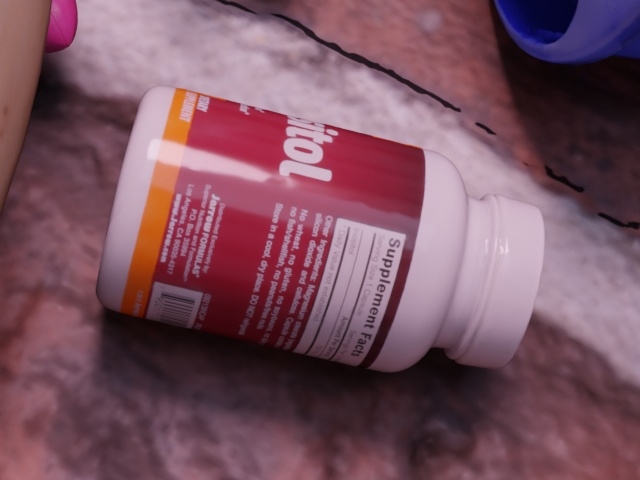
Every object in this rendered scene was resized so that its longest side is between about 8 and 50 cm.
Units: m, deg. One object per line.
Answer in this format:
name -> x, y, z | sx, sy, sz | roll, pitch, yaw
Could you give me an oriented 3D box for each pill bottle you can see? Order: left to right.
pill bottle -> 0.000, 0.000, 0.497 | 0.152, 0.086, 0.086 | 13, 63, -7

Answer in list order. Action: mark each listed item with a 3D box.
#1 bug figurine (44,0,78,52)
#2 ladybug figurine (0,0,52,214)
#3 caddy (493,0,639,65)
bug figurine -> -0.115, -0.183, 0.564 | 0.279, 0.072, 0.216 | -31, 69, -19
ladybug figurine -> -0.240, -0.103, 0.402 | 0.305, 0.162, 0.449 | -1, 75, 6
caddy -> 0.149, -0.228, 0.556 | 0.179, 0.241, 0.341 | 9, 63, -16
